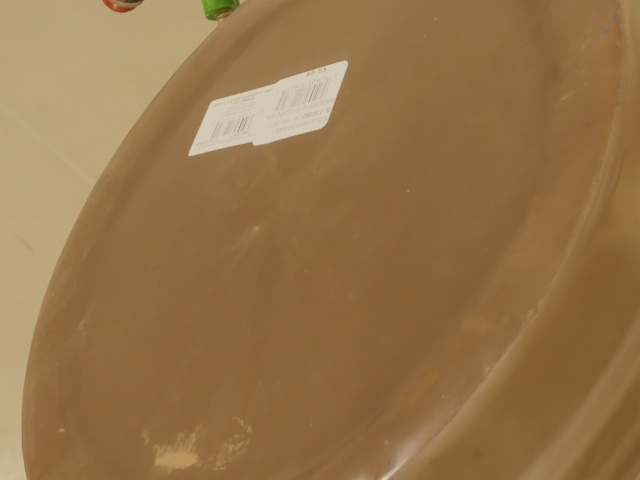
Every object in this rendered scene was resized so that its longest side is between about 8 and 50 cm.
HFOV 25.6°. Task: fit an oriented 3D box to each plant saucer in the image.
[{"bbox_3d":[0.000,0.000,0.424,0.041,0.278,0.278,37,-88,-33],"label":"plant saucer"}]

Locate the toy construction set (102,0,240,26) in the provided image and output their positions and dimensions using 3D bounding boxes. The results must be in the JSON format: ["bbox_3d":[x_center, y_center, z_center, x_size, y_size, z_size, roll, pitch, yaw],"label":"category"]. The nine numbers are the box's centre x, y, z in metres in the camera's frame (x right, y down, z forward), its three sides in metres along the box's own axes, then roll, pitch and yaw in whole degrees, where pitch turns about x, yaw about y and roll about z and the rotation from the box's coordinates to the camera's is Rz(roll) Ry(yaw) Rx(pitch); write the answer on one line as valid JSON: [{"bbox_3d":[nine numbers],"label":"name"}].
[{"bbox_3d":[-0.082,-0.319,1.205,0.257,0.237,0.309,-18,-11,4],"label":"toy construction set"}]
